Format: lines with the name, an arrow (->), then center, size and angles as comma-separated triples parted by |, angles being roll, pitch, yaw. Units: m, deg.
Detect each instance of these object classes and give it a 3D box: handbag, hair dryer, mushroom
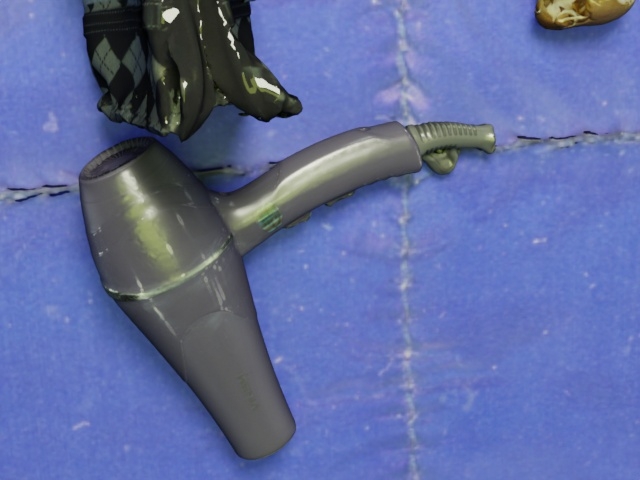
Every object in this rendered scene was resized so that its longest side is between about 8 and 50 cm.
handbag -> -0.112, -0.276, 0.813 | 0.180, 0.317, 0.416 | -10, 105, -10
hair dryer -> 0.000, 0.000, 1.013 | 0.361, 0.121, 0.301 | -28, 114, -4
mushroom -> 0.194, -0.275, 0.976 | 0.084, 0.071, 0.209 | -15, 104, 31
